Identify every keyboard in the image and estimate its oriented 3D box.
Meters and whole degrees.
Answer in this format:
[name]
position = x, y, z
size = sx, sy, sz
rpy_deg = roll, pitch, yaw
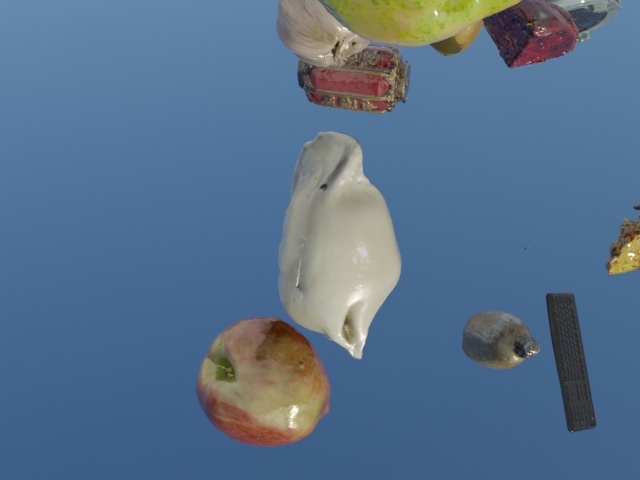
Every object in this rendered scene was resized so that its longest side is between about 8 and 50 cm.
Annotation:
[keyboard]
position = 0.488, 0.188, 1.821
size = 0.103, 0.041, 0.381
rpy_deg = 3, -111, -43

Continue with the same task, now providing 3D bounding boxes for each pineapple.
[pineapple]
position = 0.521, -0.001, 1.507
size = 0.077, 0.114, 0.114
rpy_deg = 20, -137, 1

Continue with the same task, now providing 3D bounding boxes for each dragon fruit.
[dragon fruit]
position = 0.360, -0.367, 1.504
size = 0.161, 0.127, 0.120
rpy_deg = -13, -106, -25

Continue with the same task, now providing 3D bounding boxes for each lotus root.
[lotus root]
position = 0.345, 0.192, 1.745
size = 0.088, 0.113, 0.192
rpy_deg = 23, 174, -25

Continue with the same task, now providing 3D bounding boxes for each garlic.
[garlic]
position = 0.024, -0.439, 1.811
size = 0.228, 0.228, 0.152
rpy_deg = -13, -125, -26

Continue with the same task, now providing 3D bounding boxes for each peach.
[peach]
position = -0.088, 0.263, 1.645
size = 0.256, 0.232, 0.232
rpy_deg = 24, -159, -36

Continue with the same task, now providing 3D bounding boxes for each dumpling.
[dumpling]
position = 0.000, 0.000, 1.611
size = 0.233, 0.395, 0.315
rpy_deg = -14, -160, -29

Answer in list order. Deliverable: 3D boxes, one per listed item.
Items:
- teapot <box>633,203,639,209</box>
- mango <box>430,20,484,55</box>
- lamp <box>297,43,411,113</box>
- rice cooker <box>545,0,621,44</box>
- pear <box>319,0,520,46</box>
[teapot]
position = 0.711, -0.064, 1.904
size = 0.068, 0.076, 0.121
rpy_deg = -39, -149, -11
[mango]
position = 0.225, -0.506, 1.693
size = 0.173, 0.211, 0.317
rpy_deg = -11, -101, -23
[lamp]
position = 0.082, -0.402, 2.225
size = 0.274, 0.177, 0.177
rpy_deg = 11, -146, 10
[rice cooker]
position = 0.482, -0.570, 1.912
size = 0.316, 0.317, 0.264
rpy_deg = 30, -164, 32
[pear]
position = 0.127, -0.436, 1.215
size = 0.391, 0.391, 0.391
rpy_deg = 4, -146, -3
